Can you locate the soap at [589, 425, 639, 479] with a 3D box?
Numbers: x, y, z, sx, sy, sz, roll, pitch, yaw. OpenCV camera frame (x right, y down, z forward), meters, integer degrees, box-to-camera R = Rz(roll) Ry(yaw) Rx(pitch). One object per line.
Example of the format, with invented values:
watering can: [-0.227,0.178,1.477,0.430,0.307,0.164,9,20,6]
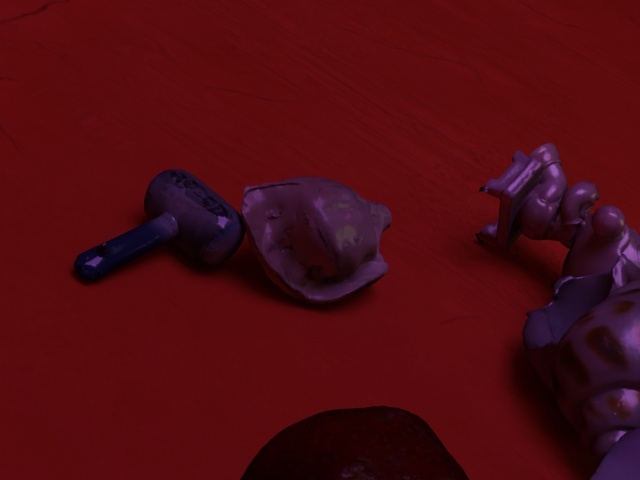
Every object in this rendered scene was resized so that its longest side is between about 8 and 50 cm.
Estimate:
soap: [0.390,0.287,1.501,0.446,0.156,0.261,-12,47,-44]

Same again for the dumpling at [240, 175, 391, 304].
dumpling: [0.000,0.000,1.702,0.199,0.118,0.136,1,70,-33]

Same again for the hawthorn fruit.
hawthorn fruit: [0.014,0.243,1.265,0.215,0.215,0.249,40,39,23]

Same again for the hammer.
hammer: [-0.171,-0.003,1.636,0.116,0.069,0.194,40,42,22]

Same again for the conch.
conch: [0.309,0.130,1.681,0.149,0.183,0.275,58,32,-12]

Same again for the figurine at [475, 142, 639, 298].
figurine: [0.307,0.010,1.860,0.256,0.182,0.144,40,50,19]
